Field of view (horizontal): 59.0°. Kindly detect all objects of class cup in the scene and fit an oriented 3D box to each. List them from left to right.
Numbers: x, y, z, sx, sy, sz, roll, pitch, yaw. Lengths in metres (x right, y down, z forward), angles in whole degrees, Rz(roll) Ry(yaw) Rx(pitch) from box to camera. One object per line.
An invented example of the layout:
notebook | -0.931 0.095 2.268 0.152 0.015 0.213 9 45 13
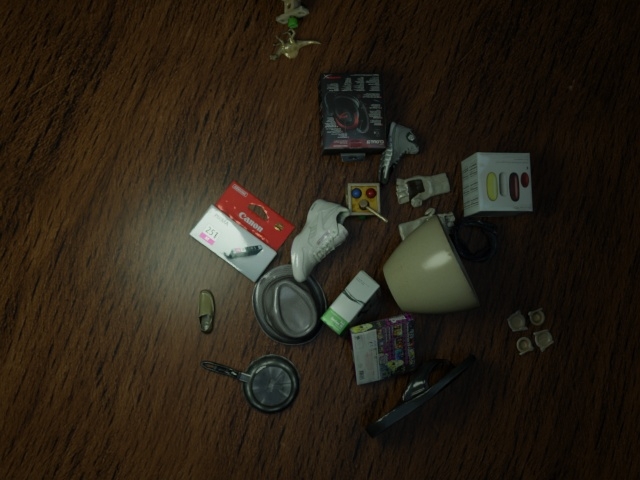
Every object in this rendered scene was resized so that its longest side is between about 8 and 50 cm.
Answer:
cup | 0.347 0.113 1.858 0.237 0.331 0.331 -26 89 13

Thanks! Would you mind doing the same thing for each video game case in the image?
video game case | 0.208 0.363 1.877 0.210 0.042 0.232 -13 122 -7

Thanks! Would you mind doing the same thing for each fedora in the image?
fedora | -0.098 0.215 1.869 0.244 0.124 0.275 -18 88 -8

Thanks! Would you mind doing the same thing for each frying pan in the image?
frying pan | -0.212 0.440 1.881 0.326 0.053 0.197 41 82 -6

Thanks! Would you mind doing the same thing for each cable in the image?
cable | 0.541 -0.003 2.002 0.185 0.047 0.150 13 91 -13

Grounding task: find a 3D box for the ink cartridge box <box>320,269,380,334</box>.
ink cartridge box | 0.105 0.215 1.872 0.087 0.153 0.208 38 83 17

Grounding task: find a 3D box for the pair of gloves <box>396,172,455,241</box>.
pair of gloves | 0.370 -0.114 1.991 0.204 0.042 0.240 -6 87 -7

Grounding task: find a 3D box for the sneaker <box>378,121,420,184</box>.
sneaker | 0.282 -0.296 1.973 0.132 0.086 0.228 11 84 -8

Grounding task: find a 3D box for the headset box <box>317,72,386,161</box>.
headset box | 0.106 -0.416 1.946 0.218 0.110 0.293 -3 86 -7

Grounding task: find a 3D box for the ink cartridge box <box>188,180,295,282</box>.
ink cartridge box | -0.258 -0.033 1.901 0.275 0.060 0.239 37 84 -3

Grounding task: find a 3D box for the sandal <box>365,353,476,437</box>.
sandal | 0.326 0.490 1.888 0.446 0.167 0.107 -32 73 -8

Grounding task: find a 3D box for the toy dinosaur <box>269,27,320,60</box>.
toy dinosaur | -0.100 -0.688 1.980 0.183 0.053 0.092 -21 104 0

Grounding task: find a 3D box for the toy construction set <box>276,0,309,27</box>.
toy construction set | -0.169 -0.843 1.903 0.309 0.257 0.237 -1 94 14

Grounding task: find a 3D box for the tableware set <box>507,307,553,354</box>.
tableware set | 0.748 0.322 2.015 0.141 0.020 0.168 -18 89 -8

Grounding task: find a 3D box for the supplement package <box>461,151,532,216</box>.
supplement package | 0.612 -0.191 1.971 0.194 0.149 0.203 -1 85 -7

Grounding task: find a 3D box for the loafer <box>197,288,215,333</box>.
loafer | -0.376 0.235 1.871 0.056 0.050 0.148 -6 87 -7

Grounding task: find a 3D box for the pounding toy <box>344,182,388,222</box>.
pounding toy | 0.156 -0.124 1.935 0.130 0.100 0.141 -1 86 -7

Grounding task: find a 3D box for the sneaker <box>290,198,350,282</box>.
sneaker | 0.000 0.000 1.855 0.152 0.114 0.305 12 68 25
